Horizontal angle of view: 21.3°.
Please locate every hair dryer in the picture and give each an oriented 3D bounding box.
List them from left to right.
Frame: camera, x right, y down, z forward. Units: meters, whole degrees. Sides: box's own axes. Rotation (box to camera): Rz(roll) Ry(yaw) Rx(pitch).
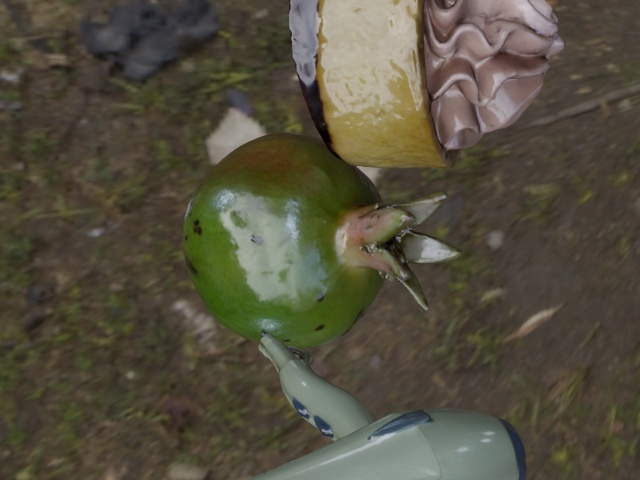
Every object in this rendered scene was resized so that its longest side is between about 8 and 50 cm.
[{"bbox_3d":[-0.019,0.096,0.836,0.199,0.167,0.067,25,119,41],"label":"hair dryer"}]

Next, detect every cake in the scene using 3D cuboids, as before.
[{"bbox_3d":[0.089,-0.154,1.279,0.178,0.185,0.207,-8,128,23],"label":"cake"}]

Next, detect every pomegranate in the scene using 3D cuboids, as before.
[{"bbox_3d":[0.000,0.000,1.384,0.224,0.181,0.181,-4,96,35],"label":"pomegranate"}]
